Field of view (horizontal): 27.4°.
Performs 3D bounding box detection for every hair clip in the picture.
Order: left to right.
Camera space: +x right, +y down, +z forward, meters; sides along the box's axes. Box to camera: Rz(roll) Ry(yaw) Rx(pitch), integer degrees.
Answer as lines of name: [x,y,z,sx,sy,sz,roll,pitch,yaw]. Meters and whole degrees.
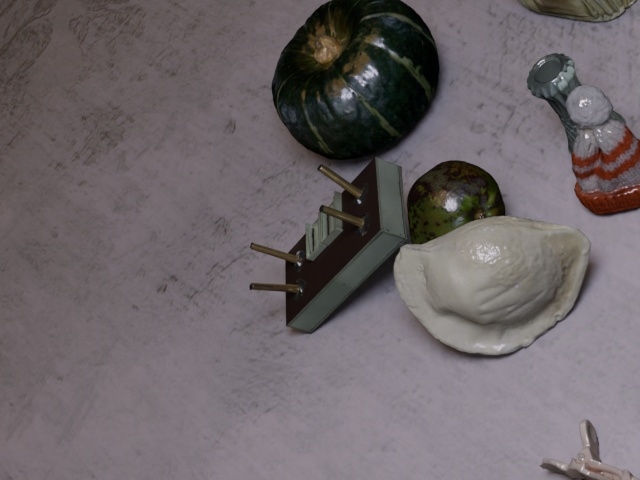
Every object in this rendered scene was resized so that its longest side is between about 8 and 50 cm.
hair clip: [0.330,0.261,1.361,0.072,0.034,0.226,-52,42,-6]

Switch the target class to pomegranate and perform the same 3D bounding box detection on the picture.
pomegranate: [0.178,-0.036,1.657,0.126,0.138,0.163,-16,9,26]

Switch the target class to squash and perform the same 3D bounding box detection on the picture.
squash: [0.049,-0.237,1.875,0.252,0.165,0.252,-22,50,28]

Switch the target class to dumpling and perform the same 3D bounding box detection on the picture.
dumpling: [0.209,0.052,1.545,0.216,0.166,0.126,-16,16,-6]

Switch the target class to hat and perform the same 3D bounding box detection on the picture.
hat: [0.333,-0.112,1.546,0.112,0.162,0.093,-15,48,27]

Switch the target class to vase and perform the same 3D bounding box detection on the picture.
vase: [0.311,-0.167,1.614,0.081,0.149,0.081,-22,49,27]

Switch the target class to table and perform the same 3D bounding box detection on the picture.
table: [0.000,0.000,1.710,0.240,0.111,0.121,-48,33,42]

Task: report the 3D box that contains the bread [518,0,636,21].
bread: [0.357,-0.401,1.784,0.210,0.110,0.192,25,78,47]
